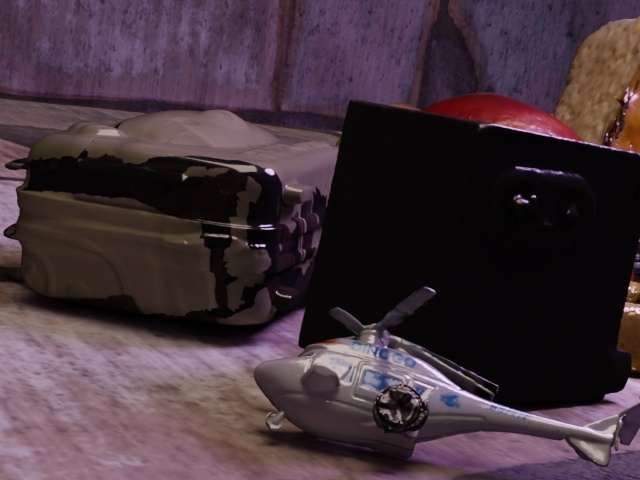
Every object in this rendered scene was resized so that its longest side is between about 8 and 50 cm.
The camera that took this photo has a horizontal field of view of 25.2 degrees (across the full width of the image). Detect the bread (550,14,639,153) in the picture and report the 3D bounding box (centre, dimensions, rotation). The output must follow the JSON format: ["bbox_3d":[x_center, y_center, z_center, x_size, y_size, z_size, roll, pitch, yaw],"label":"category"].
[{"bbox_3d":[0.364,-0.134,1.952,0.279,0.315,0.248,-18,0,-21],"label":"bread"}]

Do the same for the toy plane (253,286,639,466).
[{"bbox_3d":[0.089,0.127,1.030,0.273,0.107,0.182,25,-37,-9],"label":"toy plane"}]

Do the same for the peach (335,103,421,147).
[{"bbox_3d":[0.110,-0.080,2.019,0.232,0.232,0.232,8,9,-1],"label":"peach"}]

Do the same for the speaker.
[{"bbox_3d":[0.146,0.016,1.241,0.254,0.232,0.184,6,8,-41],"label":"speaker"}]

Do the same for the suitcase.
[{"bbox_3d":[-0.154,-0.039,1.433,0.339,0.194,0.351,8,8,15],"label":"suitcase"}]

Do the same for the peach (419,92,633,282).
[{"bbox_3d":[0.218,-0.015,1.665,0.281,0.281,0.338,0,40,-43],"label":"peach"}]

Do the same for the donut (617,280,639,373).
[{"bbox_3d":[0.310,0.085,1.462,0.166,0.073,0.184,17,14,35],"label":"donut"}]

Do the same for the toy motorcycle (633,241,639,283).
[{"bbox_3d":[0.435,0.032,1.936,0.124,0.061,0.193,-1,2,-11],"label":"toy motorcycle"}]
